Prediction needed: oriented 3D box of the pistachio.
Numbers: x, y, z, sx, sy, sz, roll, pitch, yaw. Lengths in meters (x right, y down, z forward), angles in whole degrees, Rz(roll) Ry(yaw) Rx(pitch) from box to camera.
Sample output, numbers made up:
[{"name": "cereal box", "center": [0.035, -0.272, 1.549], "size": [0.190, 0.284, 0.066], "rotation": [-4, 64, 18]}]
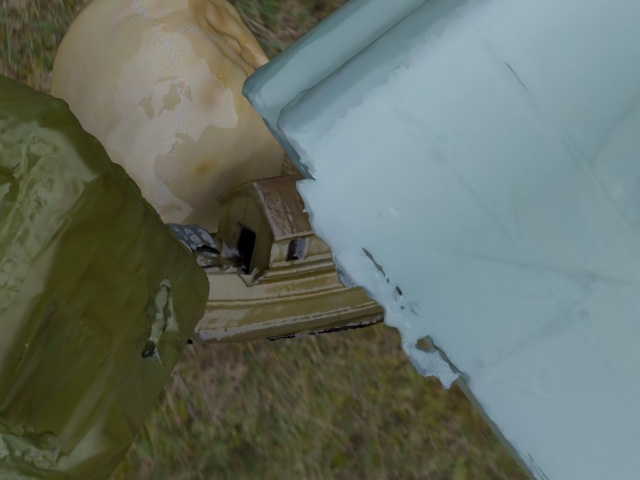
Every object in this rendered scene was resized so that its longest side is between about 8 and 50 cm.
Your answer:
[{"name": "pistachio", "center": [-0.149, -0.117, 1.639], "size": [0.238, 0.229, 0.321], "rotation": [2, 127, 8]}]

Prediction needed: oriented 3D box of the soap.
[{"name": "soap", "center": [0.120, -0.051, 0.408], "size": [0.261, 0.094, 0.150], "rotation": [-38, 102, -3]}]

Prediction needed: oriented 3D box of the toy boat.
[{"name": "toy boat", "center": [0.000, 0.000, 1.597], "size": [0.445, 0.136, 0.162], "rotation": [-7, 116, -43]}]

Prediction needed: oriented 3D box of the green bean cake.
[{"name": "green bean cake", "center": [-0.178, 0.048, 0.885], "size": [0.124, 0.236, 0.233], "rotation": [24, 75, 24]}]
